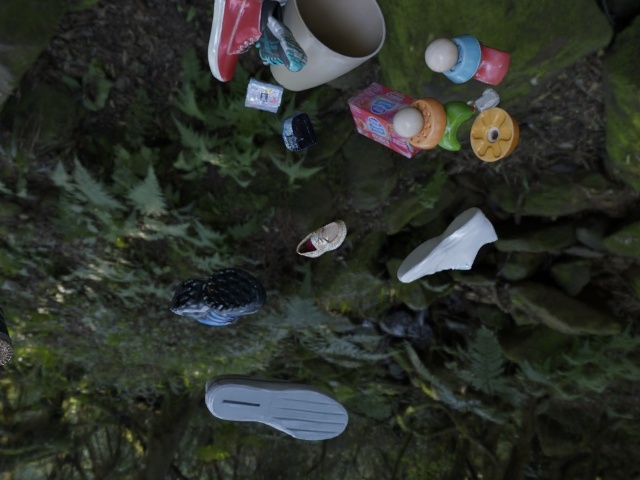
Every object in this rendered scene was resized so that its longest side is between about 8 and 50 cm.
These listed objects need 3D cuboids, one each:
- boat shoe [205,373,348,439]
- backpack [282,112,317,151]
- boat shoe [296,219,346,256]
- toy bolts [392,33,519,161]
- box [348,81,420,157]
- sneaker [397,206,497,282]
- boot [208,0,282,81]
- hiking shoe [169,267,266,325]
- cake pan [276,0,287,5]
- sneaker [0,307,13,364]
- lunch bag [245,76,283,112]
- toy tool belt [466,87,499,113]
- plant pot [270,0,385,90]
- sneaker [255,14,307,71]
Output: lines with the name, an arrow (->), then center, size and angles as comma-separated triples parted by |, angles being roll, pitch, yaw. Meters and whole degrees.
boat shoe -> -0.066, 0.241, 0.897 | 0.226, 0.083, 0.076 | 22, -175, -22
backpack -> -0.077, -0.364, 1.964 | 0.084, 0.114, 0.105 | 2, -155, 46
boat shoe -> 0.000, 0.000, 1.481 | 0.059, 0.062, 0.170 | -2, 156, -38
toy bolts -> 0.255, -0.264, 1.095 | 0.159, 0.228, 0.218 | -3, -153, -34
box -> 0.221, -0.379, 1.829 | 0.257, 0.123, 0.128 | 38, 162, 42
sneaker -> 0.256, 0.033, 1.170 | 0.094, 0.212, 0.080 | 47, -164, -17
boot -> -0.174, -0.479, 1.428 | 0.176, 0.088, 0.244 | 23, 133, 7
hiking shoe -> -0.216, 0.138, 1.371 | 0.304, 0.113, 0.132 | -6, 150, 43
cake pan -> -0.117, -0.843, 1.838 | 0.294, 0.293, 0.054 | 2, 148, 30
sneaker -> -0.751, 0.152, 1.141 | 0.282, 0.099, 0.153 | 29, -167, -40
lunch bag -> -0.115, -0.297, 1.191 | 0.071, 0.053, 0.083 | 11, 169, -12
toy tool belt -> 0.409, -0.344, 1.471 | 0.083, 0.052, 0.051 | -34, 173, 21
plant pot -> -0.016, -0.510, 1.511 | 0.257, 0.256, 0.274 | 14, 158, -27
sneaker -> -0.079, -0.361, 1.128 | 0.065, 0.166, 0.076 | 24, 120, -39
